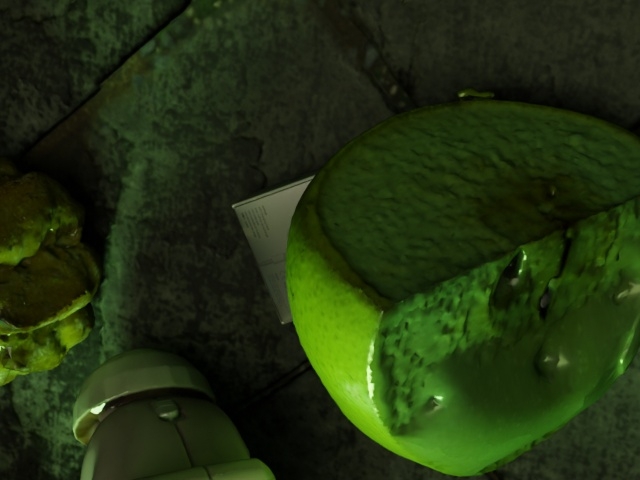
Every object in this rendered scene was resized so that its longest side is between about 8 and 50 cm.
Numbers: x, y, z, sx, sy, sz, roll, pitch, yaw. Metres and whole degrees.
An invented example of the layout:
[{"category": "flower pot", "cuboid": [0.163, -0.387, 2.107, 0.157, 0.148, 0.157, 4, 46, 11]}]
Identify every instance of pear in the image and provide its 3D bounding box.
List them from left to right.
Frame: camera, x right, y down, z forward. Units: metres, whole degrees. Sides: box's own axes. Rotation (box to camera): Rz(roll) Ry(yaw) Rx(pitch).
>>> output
[{"category": "pear", "cuboid": [0.123, 0.059, 1.292, 0.238, 0.343, 0.318, 44, 144, 41]}]

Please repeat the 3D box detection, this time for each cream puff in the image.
[{"category": "cream puff", "cuboid": [-0.340, 0.036, 1.492, 0.244, 0.196, 0.244, 21, 141, 18]}]

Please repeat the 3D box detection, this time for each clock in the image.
[{"category": "clock", "cuboid": [-0.149, 0.300, 1.426, 0.184, 0.326, 0.342, 0, 105, -15]}]

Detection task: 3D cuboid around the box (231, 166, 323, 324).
[{"category": "box", "cuboid": [0.000, 0.000, 1.420, 0.129, 0.051, 0.130, -19, 99, 23]}]
